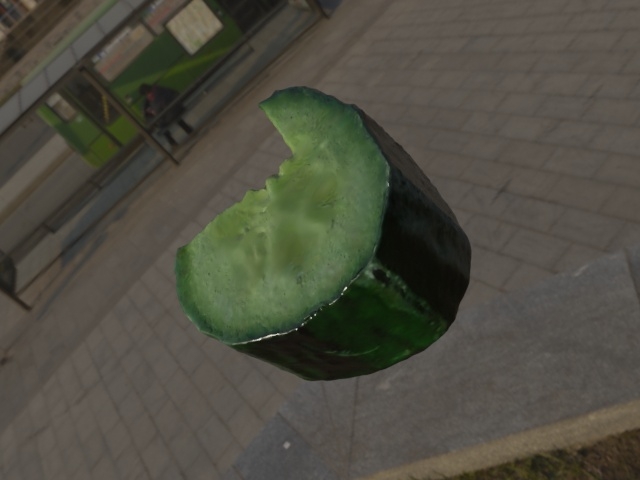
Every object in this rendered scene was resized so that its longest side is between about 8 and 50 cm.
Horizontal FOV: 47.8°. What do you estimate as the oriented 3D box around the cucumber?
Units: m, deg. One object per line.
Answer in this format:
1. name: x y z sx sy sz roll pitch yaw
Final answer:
1. cucumber: 0.003 0.008 0.505 0.191 0.130 0.191 -17 58 30
